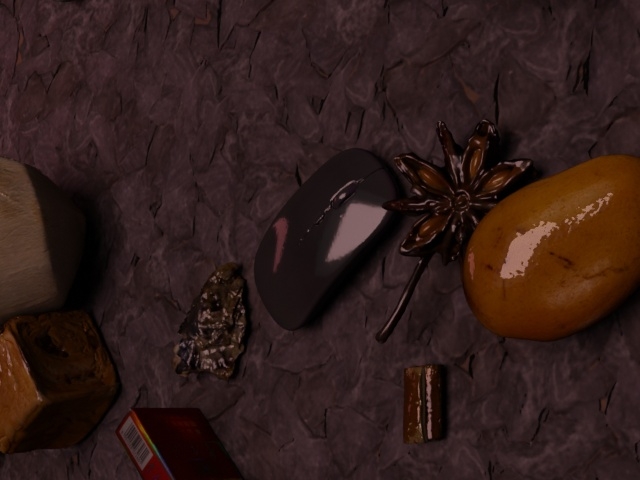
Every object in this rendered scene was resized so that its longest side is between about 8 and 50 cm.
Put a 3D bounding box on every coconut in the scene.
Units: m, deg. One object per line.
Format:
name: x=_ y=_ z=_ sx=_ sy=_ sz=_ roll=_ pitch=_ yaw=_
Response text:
coconut: x=-0.444 y=0.005 z=1.709 sx=0.245 sy=0.247 sz=0.245 roll=168 pitch=90 yaw=-67

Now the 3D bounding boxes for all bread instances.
bread: x=-0.375 y=0.188 z=1.673 sx=0.143 sy=0.149 sz=0.158 roll=-43 pitch=58 yaw=34
bread: x=0.105 y=0.171 z=1.306 sx=0.047 sy=0.036 sz=0.083 roll=-9 pitch=77 yaw=45

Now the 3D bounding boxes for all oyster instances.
oyster: x=-0.134 y=0.097 z=1.527 sx=0.103 sy=0.051 sz=0.148 roll=7 pitch=79 yaw=36

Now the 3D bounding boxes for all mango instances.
mango: x=0.229 y=0.006 z=1.154 sx=0.219 sy=0.112 sz=0.145 roll=-40 pitch=85 yaw=25

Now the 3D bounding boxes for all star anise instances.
star anise: x=0.121 y=-0.022 z=1.283 sx=0.234 sy=0.073 sz=0.177 roll=-29 pitch=73 yaw=18

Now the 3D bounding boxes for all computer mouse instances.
computer mouse: x=-0.001 y=0.000 z=1.411 sx=0.232 sy=0.057 sz=0.120 roll=-49 pitch=55 yaw=27

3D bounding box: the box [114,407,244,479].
box: x=-0.157 y=0.274 z=1.482 sx=0.048 sy=0.112 sz=0.175 roll=-54 pitch=54 yaw=22
